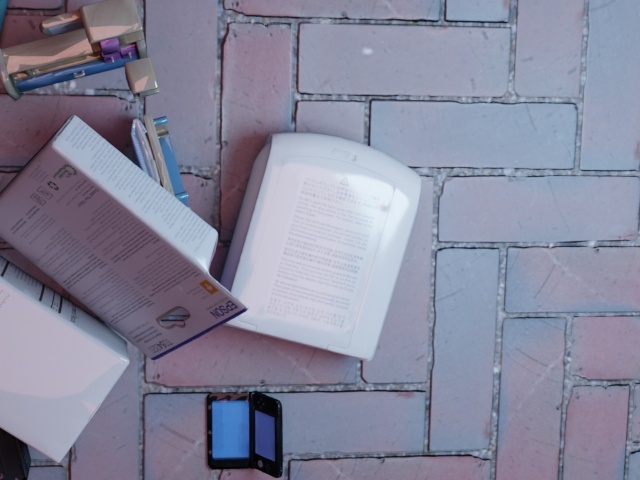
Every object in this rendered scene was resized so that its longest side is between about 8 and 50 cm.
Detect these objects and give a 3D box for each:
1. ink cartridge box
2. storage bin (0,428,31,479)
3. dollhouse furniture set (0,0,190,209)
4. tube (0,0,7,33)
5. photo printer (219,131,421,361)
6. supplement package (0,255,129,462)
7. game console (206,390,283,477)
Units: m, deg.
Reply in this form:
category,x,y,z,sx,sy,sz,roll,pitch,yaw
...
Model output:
category,x,y,z,sx,sy,sz,roll,pitch,yaw
ink cartridge box,-0.276,0.008,1.745,0.330,0.324,0.071,40,58,-14
storage bin,-0.522,0.314,1.864,0.180,0.084,0.122,-13,101,-6
dollhouse furniture set,-0.300,-0.133,1.724,0.198,0.286,0.303,-16,90,-6
tube,-0.469,-0.329,1.790,0.080,0.052,0.207,19,101,0
photo printer,0.000,0.000,1.883,0.256,0.107,0.308,14,96,-11
supplement package,-0.438,0.145,1.803,0.293,0.175,0.177,35,90,-12
game console,-0.114,0.294,1.934,0.071,0.107,0.122,-7,102,-36
